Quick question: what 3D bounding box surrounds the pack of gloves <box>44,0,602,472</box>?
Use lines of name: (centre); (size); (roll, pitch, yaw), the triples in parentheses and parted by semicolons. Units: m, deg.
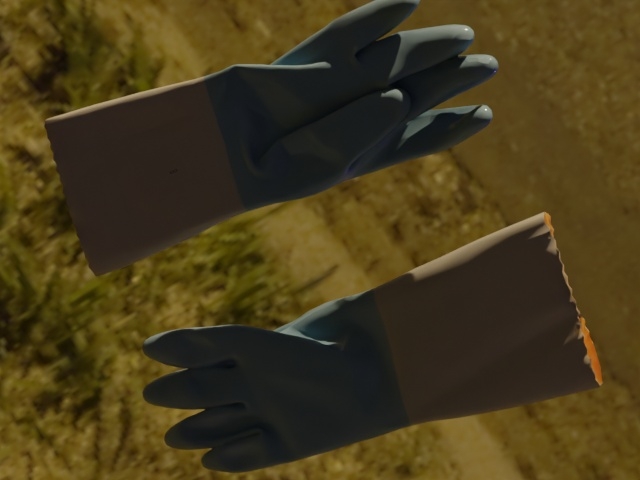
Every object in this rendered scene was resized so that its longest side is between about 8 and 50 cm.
pack of gloves: (0.000, 0.000, 0.733); (0.046, 0.232, 0.195); (-17, 90, -66)
